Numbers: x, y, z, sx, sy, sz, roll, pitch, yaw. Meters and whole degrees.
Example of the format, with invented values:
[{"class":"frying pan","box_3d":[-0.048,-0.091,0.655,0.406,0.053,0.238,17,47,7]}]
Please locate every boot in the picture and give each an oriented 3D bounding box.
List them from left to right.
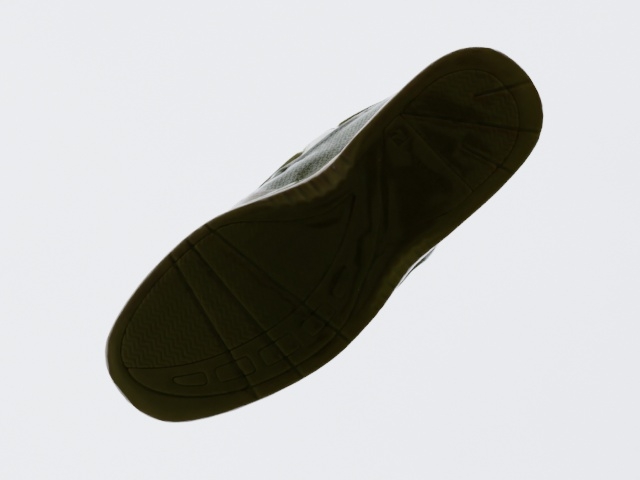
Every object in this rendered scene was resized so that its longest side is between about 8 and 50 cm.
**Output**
[{"class":"boot","box_3d":[0.000,0.000,0.855,0.213,0.165,0.077,-40,-88,-2]}]
